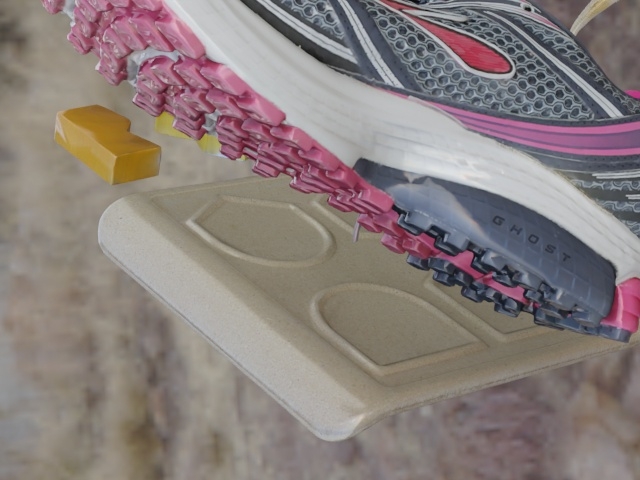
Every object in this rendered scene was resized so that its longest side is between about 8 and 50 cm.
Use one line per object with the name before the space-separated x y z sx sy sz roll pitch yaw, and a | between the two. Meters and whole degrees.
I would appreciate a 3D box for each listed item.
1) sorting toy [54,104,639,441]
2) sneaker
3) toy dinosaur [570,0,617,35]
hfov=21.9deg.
sorting toy | 0.000 0.000 0.899 0.307 0.229 0.041 36 128 39
sneaker | 0.018 -0.069 0.654 0.121 0.299 0.112 7 70 64
toy dinosaur | 0.226 -0.196 1.033 0.093 0.183 0.053 65 167 -15
